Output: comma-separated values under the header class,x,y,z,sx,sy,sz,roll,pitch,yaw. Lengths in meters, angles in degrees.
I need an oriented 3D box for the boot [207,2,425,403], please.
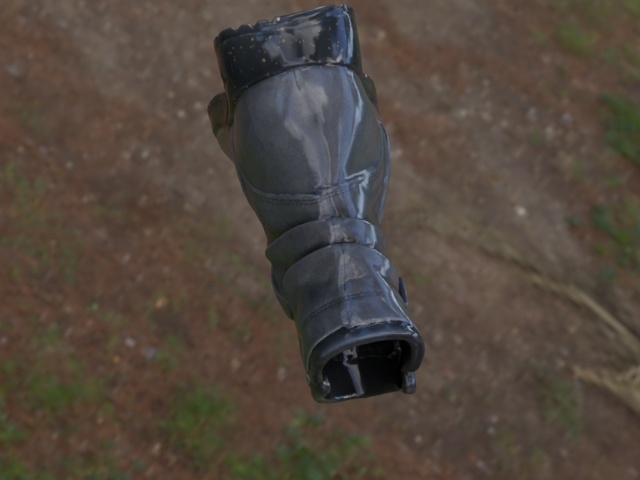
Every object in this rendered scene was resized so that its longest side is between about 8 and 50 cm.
class,x,y,z,sx,sy,sz,roll,pitch,yaw
boot,0.000,0.000,1.105,0.338,0.118,0.222,46,30,-81
